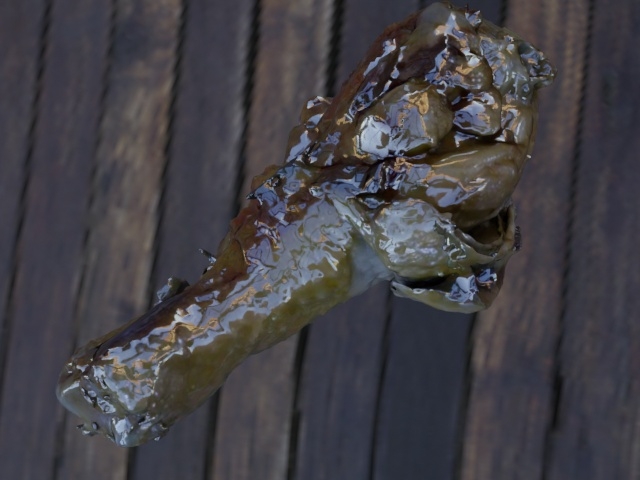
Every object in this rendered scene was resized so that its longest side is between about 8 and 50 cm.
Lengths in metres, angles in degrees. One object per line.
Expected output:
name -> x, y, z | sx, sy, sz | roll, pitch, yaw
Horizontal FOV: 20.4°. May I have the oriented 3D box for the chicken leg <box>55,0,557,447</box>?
chicken leg -> 0.005, -0.001, 0.598 | 0.125, 0.080, 0.196 | -11, 33, 51
